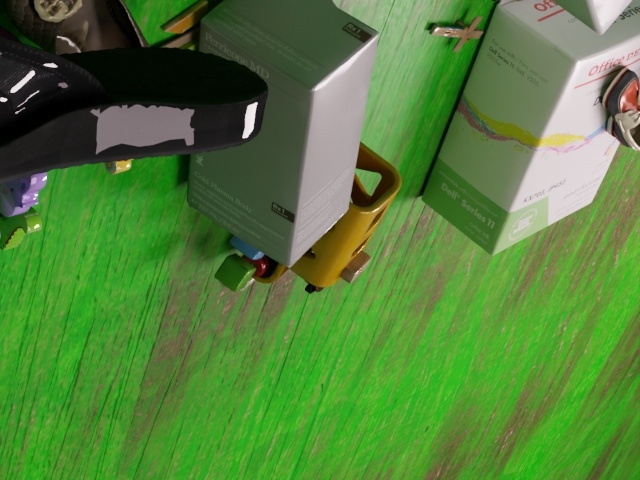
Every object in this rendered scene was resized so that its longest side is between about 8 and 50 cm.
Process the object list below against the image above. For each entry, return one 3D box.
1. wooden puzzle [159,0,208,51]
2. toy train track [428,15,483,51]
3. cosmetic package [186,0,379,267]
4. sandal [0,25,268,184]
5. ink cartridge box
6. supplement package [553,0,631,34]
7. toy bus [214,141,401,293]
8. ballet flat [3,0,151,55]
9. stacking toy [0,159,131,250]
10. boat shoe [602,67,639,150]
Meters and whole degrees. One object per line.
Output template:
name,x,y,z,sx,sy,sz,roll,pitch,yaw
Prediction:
wooden puzzle,-0.122,-0.145,1.521,0.078,0.014,0.116,-33,152,-31
toy train track,0.137,-0.217,1.856,0.083,0.014,0.048,-4,137,-50
cosmetic package,-0.037,-0.105,1.575,0.107,0.127,0.238,-45,156,-32
sandal,-0.224,-0.112,1.211,0.445,0.167,0.107,-13,121,-44
ink cartridge box,0.265,-0.174,2.001,0.207,0.119,0.353,-26,147,-41
supplement package,0.222,-0.351,1.603,0.175,0.177,0.293,-48,156,-4
toy bus,0.001,-0.005,1.776,0.191,0.104,0.202,-53,170,-1
ballet flat,-0.170,-0.151,1.377,0.084,0.058,0.250,-46,156,-8
stacking toy,-0.247,-0.022,1.369,0.167,0.052,0.221,-20,165,-47
boat shoe,0.339,-0.142,1.972,0.049,0.043,0.137,-43,155,-11
